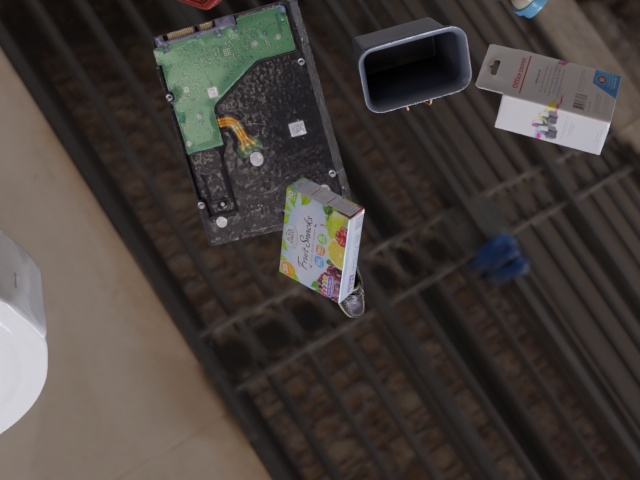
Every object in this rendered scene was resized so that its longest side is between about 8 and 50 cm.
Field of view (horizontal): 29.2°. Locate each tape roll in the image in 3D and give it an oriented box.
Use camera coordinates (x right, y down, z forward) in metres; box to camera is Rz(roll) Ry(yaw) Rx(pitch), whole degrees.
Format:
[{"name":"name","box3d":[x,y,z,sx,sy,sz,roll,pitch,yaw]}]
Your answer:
[{"name":"tape roll","box3d":[-0.406,0.095,1.172,0.286,0.100,0.286,-10,137,-9]}]

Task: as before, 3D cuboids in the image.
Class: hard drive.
[{"name":"hard drive","box3d":[-0.105,-0.180,1.891,0.237,0.338,0.064,-14,-169,16]}]

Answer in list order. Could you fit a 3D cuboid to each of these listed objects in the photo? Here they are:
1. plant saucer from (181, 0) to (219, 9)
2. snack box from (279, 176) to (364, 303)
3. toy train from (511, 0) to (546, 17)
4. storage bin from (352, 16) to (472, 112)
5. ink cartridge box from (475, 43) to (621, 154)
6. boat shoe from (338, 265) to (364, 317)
[{"name":"plant saucer","box3d":[-0.225,-0.445,1.872,0.259,0.047,0.259,17,157,-23]},{"name":"snack box","box3d":[0.000,0.000,1.581,0.037,0.100,0.141,-36,144,-41]},{"name":"toy train","box3d":[0.242,-0.404,1.556,0.105,0.143,0.248,-33,-149,51]},{"name":"storage bin","box3d":[0.105,-0.216,1.493,0.135,0.098,0.091,-16,-150,-6]},{"name":"ink cartridge box","box3d":[0.298,-0.190,1.635,0.061,0.181,0.104,98,12,-47]},{"name":"boat shoe","box3d":[0.056,0.089,2.410,0.056,0.152,0.049,-24,-156,-13]}]
